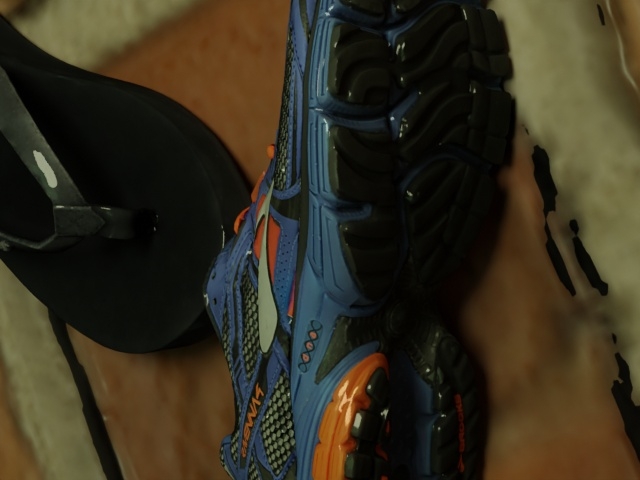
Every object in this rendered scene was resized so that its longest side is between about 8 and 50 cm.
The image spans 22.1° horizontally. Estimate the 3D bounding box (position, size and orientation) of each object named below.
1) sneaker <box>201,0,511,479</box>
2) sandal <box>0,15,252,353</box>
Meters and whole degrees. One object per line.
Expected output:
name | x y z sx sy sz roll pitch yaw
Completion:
sneaker | 0.000 0.000 0.523 0.087 0.083 0.221 14 103 41
sandal | -0.126 -0.037 0.628 0.254 0.054 0.097 35 117 29
